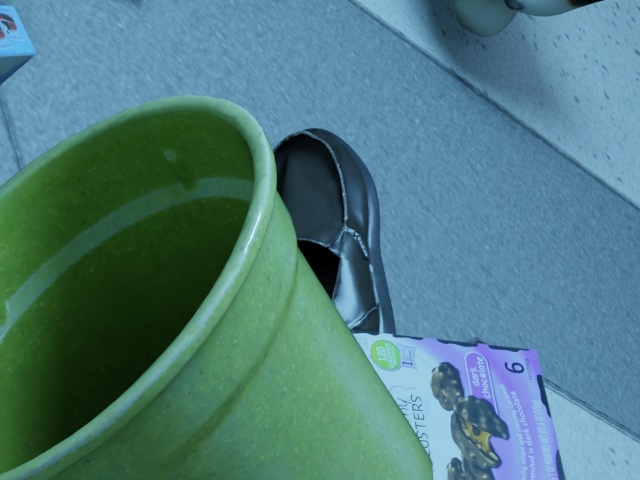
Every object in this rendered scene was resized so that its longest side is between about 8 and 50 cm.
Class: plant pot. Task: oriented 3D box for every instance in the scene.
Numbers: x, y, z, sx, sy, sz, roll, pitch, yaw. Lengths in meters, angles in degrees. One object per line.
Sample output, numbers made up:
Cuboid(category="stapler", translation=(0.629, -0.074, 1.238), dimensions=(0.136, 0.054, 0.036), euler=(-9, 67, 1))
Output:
Cuboid(category="plant pot", translation=(-0.071, 0.103, 0.999), dimensions=(0.254, 0.276, 0.276), euler=(49, 27, -32))

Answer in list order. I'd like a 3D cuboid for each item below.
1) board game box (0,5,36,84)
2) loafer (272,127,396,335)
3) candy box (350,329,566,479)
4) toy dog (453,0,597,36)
Cuboid(category="board game box", translation=(-0.275, -0.069, 0.953), dimensions=(0.211, 0.160, 0.039), euler=(-14, 72, -59))
Cuboid(category="loafer", translation=(0.000, 0.000, 1.363), dimensions=(0.078, 0.080, 0.220), euler=(22, 42, -45))
Cuboid(category="candy box", translation=(0.061, 0.148, 1.223), dimensions=(0.196, 0.070, 0.165), euler=(7, 47, -17))
Cuboid(category="toy dog", translation=(0.237, -0.377, 1.819), dimensions=(0.284, 0.395, 0.408), euler=(46, 20, -31))
